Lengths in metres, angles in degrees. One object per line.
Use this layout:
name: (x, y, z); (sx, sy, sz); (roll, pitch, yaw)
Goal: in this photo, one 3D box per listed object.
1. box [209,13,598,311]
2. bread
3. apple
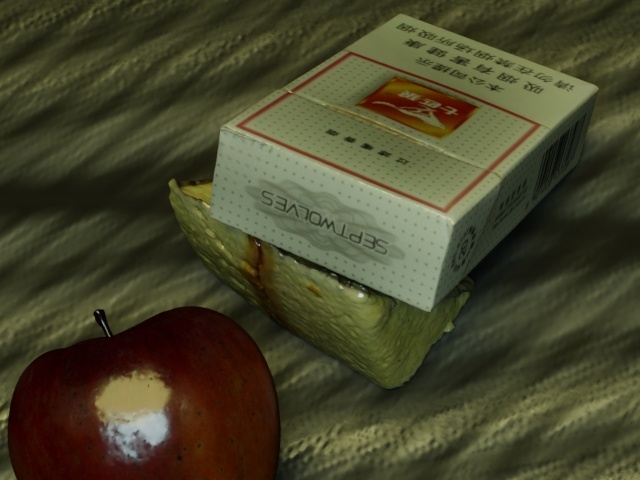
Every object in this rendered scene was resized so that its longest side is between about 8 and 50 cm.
box: (0.080, -0.078, 1.378); (0.210, 0.095, 0.330); (23, 34, 20)
bread: (0.000, 0.000, 1.396); (0.240, 0.178, 0.135); (32, 73, 23)
apple: (-0.143, 0.164, 1.319); (0.234, 0.234, 0.234); (-4, 62, 7)
